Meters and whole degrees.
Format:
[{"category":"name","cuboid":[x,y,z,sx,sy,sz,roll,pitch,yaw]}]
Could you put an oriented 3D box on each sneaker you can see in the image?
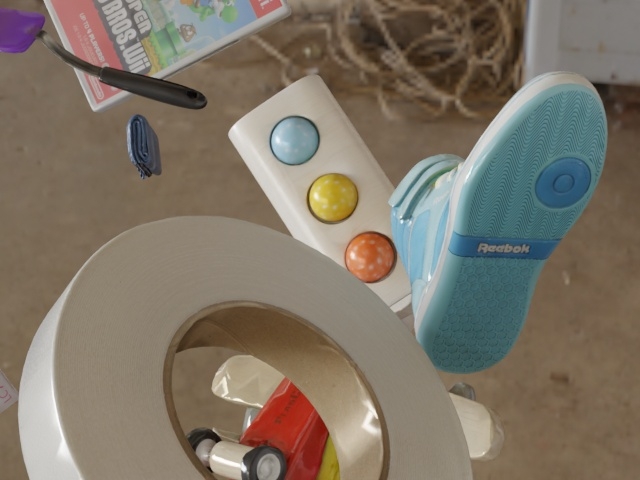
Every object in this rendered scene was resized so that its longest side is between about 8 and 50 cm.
[{"category":"sneaker","cuboid":[0.147,-0.055,1.215,0.127,0.319,0.208,10,34,-19]}]

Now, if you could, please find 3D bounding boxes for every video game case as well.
[{"category":"video game case","cuboid":[-0.204,-0.314,1.640,0.285,0.204,0.025,-26,-5,11]}]

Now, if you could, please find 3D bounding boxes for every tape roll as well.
[{"category":"tape roll","cuboid":[-0.049,0.153,1.036,0.392,0.072,0.392,24,42,-23]}]

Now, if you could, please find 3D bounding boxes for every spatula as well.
[{"category":"spatula","cuboid":[-0.269,-0.204,1.471,0.296,0.030,0.084,20,44,-4]}]

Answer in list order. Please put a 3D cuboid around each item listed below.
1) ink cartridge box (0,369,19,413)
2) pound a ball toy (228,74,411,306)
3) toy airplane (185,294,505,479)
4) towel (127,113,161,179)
[{"category":"ink cartridge box","cuboid":[-0.528,0.104,1.765,0.065,0.186,0.311,-36,37,-14]},{"category":"pound a ball toy","cuboid":[0.000,0.000,1.467,0.208,0.136,0.319,-33,78,3]},{"category":"toy airplane","cuboid":[0.031,0.222,1.651,0.384,0.272,0.386,-30,32,11]},{"category":"towel","cuboid":[-0.229,-0.121,1.672,0.029,0.067,0.119,-6,-7,1]}]
